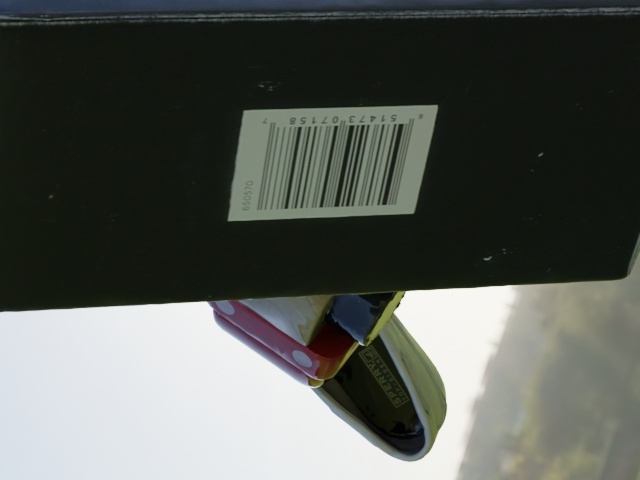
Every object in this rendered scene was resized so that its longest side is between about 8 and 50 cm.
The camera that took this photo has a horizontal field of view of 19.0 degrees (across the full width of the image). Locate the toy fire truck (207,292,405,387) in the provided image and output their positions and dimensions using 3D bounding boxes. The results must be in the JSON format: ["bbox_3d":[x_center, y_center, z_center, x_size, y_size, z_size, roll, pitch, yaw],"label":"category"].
[{"bbox_3d":[0.000,0.000,1.253,0.217,0.158,0.246,-51,-11,-31],"label":"toy fire truck"}]

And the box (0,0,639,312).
[{"bbox_3d":[-0.023,-0.135,1.005,0.312,0.343,0.179,-108,21,-46],"label":"box"}]

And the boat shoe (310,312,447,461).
[{"bbox_3d":[0.001,0.062,1.478,0.096,0.267,0.088,-32,12,13],"label":"boat shoe"}]
